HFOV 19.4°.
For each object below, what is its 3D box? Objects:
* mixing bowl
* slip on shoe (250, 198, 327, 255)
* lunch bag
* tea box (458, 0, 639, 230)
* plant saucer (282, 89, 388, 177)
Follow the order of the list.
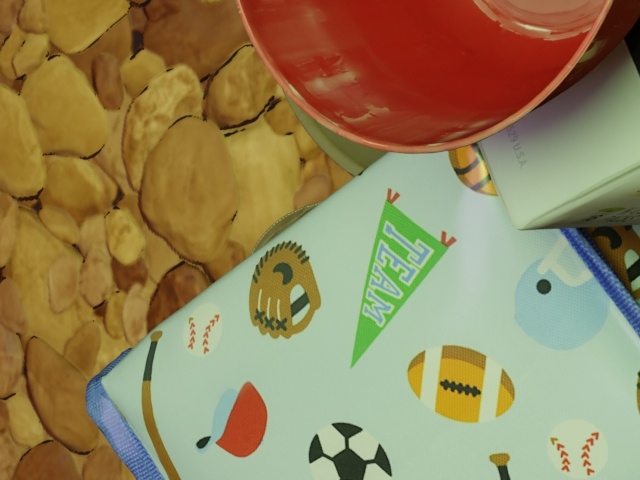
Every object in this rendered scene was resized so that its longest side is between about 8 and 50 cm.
[{"bbox_3d":[0.062,-0.123,0.681,0.181,0.098,0.182,4,96,41],"label":"mixing bowl"},{"bbox_3d":[0.000,0.000,1.190,0.135,0.041,0.051,-18,81,37],"label":"slip on shoe"},{"bbox_3d":[0.116,0.135,0.994,0.328,0.239,0.385,-35,88,33],"label":"lunch bag"},{"bbox_3d":[0.253,-0.164,0.802,0.323,0.329,0.220,-27,75,35],"label":"tea box"},{"bbox_3d":[0.080,-0.161,1.121,0.277,0.041,0.278,3,95,38],"label":"plant saucer"}]
